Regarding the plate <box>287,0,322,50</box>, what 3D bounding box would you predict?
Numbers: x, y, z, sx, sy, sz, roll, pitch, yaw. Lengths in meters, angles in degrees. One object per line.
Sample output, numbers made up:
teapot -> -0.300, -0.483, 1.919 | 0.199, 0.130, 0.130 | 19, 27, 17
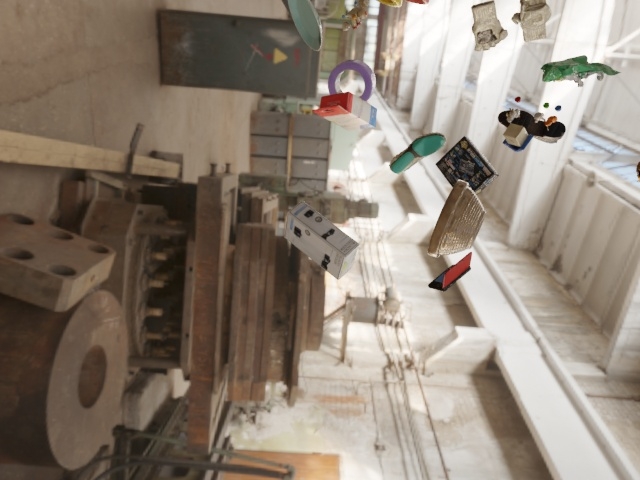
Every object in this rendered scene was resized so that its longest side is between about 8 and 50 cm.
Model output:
plate -> -0.038, -0.643, 1.515 | 0.188, 0.024, 0.188 | 57, -10, 15

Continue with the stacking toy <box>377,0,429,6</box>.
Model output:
stacking toy -> 0.159, -0.735, 1.381 | 0.130, 0.279, 0.309 | -68, -154, 15

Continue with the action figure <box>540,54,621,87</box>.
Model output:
action figure -> 0.612, -0.412, 1.284 | 0.137, 0.232, 0.063 | 36, -50, 43

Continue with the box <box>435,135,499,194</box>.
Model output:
box -> 0.610, -0.298, 2.197 | 0.175, 0.051, 0.220 | -46, -119, 31

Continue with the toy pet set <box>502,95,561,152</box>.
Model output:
toy pet set -> 0.497, -0.269, 1.248 | 0.114, 0.065, 0.122 | -55, -136, -1

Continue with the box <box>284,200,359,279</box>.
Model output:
box -> 0.000, 0.000, 2.007 | 0.087, 0.290, 0.169 | -41, 160, -32

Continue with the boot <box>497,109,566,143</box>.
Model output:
boot -> 0.708, -0.375, 1.774 | 0.082, 0.219, 0.106 | -66, 160, -1

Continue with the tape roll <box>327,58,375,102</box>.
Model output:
tape roll -> 0.129, -0.646, 2.167 | 0.080, 0.189, 0.189 | -59, 158, -59

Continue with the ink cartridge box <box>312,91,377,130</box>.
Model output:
ink cartridge box -> 0.091, -0.483, 1.940 | 0.231, 0.134, 0.078 | 14, 81, -50

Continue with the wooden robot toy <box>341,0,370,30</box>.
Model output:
wooden robot toy -> 0.152, -0.848, 1.971 | 0.173, 0.079, 0.076 | -55, 134, -24

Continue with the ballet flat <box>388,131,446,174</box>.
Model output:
ballet flat -> 0.347, -0.329, 1.899 | 0.241, 0.091, 0.077 | -30, -155, 33

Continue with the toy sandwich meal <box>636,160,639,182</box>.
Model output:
toy sandwich meal -> 1.158, -0.245, 1.888 | 0.085, 0.029, 0.086 | -19, 117, -44

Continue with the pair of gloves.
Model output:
pair of gloves -> 0.607, -0.690, 1.674 | 0.204, 0.240, 0.042 | 49, 42, -64

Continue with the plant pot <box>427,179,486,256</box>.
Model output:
plant pot -> 0.408, -0.048, 1.528 | 0.237, 0.109, 0.237 | -55, 160, -31

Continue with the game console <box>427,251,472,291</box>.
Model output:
game console -> 0.440, 0.100, 1.788 | 0.124, 0.144, 0.085 | 10, -50, 59

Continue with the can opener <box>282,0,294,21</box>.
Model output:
can opener -> -0.096, -0.795, 1.663 | 0.280, 0.093, 0.074 | 62, 19, -18
